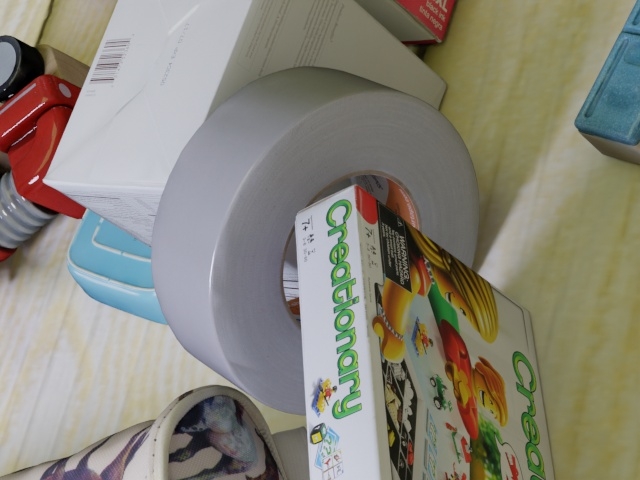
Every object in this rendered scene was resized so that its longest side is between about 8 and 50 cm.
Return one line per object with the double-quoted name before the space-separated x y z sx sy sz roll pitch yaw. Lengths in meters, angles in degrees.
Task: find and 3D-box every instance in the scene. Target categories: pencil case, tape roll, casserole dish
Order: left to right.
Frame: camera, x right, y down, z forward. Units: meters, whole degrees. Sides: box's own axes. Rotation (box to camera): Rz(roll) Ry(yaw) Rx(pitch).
"pencil case" -0.198 0.231 1.164 0.410 0.183 0.160 -24 73 31
"casserole dish" -0.141 0.001 1.347 0.188 0.037 0.114 15 76 45
"tape roll" 0.000 0.000 1.086 0.072 0.219 0.219 28 85 47

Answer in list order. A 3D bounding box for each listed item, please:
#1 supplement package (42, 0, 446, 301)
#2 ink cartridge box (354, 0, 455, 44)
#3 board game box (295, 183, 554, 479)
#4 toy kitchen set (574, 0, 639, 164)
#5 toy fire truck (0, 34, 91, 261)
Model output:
"supplement package" -0.049 -0.079 1.192 0.149 0.203 0.194 5 68 44
"ink cartridge box" 0.039 -0.277 1.311 0.172 0.100 0.237 4 69 43
"board game box" 0.069 0.140 0.958 0.053 0.193 0.305 -26 51 29
"toy kitchen set" 0.232 -0.117 0.990 0.207 0.166 0.122 21 80 46
"toy fire truck" -0.274 -0.024 1.415 0.217 0.158 0.246 -35 58 20
